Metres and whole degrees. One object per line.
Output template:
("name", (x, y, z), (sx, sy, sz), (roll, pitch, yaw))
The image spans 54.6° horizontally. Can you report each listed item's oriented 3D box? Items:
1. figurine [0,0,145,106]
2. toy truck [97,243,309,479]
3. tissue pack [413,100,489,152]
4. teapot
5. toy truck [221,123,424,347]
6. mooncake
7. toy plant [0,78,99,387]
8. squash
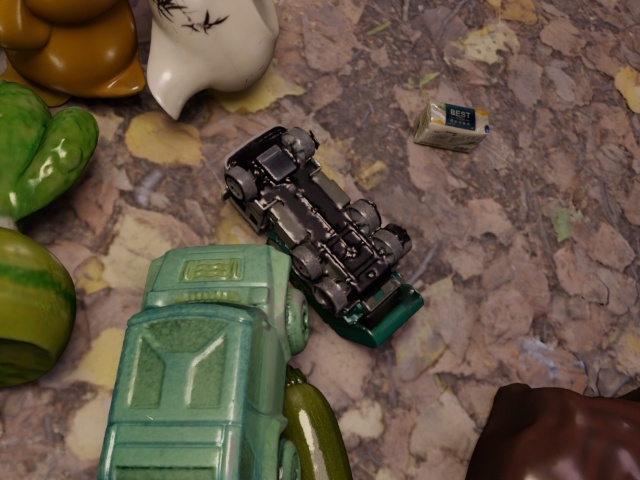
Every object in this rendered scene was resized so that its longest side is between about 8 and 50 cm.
("figurine", (-0.265, -0.250, 0.645), (0.215, 0.228, 0.215), (-3, 55, 5))
("toy truck", (-0.098, 0.134, 0.552), (0.155, 0.156, 0.278), (-2, 61, 9))
("tissue pack", (0.170, -0.148, 0.809), (0.083, 0.062, 0.042), (7, 72, -11))
("teapot", (-0.141, -0.287, 0.725), (0.166, 0.208, 0.299), (-33, 55, 18))
("toy truck", (0.000, 0.000, 0.678), (0.114, 0.124, 0.253), (-38, 81, -24))
("mooncake", (0.327, 0.266, 0.636), (0.326, 0.174, 0.334), (30, 67, 1))
("toy plant", (-0.325, -0.031, 0.591), (0.224, 0.184, 0.315), (-12, 62, 0))
("squash", (0.000, 0.249, 0.615), (0.069, 0.069, 0.258), (-6, 72, -16))
